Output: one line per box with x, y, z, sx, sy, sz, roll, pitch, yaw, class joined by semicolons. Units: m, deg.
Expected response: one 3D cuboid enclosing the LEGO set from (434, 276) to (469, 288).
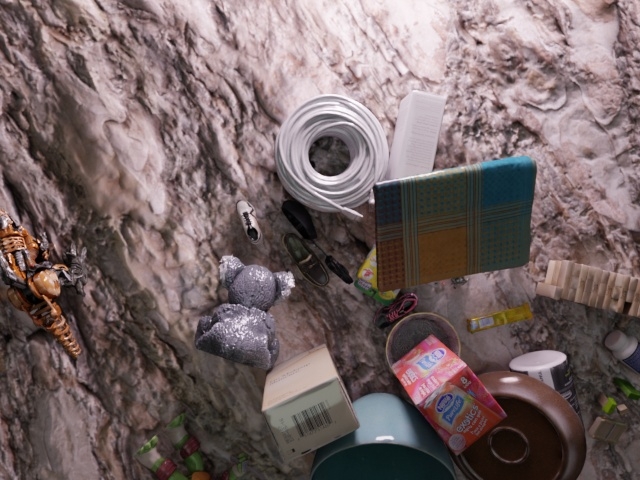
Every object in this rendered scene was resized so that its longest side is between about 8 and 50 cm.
0.310;0.090;1.350;0.083;0.023;0.054;-17;92;-3;LEGO set

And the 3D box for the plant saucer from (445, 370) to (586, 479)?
0.420;0.446;1.279;0.310;0.050;0.311;5;101;25;plant saucer

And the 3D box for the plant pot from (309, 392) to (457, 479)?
0.129;0.438;1.203;0.290;0.195;0.290;2;122;4;plant pot

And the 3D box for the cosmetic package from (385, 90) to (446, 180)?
0.208;-0.207;1.292;0.085;0.117;0.231;10;92;-5;cosmetic package

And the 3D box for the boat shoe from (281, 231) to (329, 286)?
-0.035;0.046;1.314;0.056;0.049;0.152;-41;94;-2;boat shoe

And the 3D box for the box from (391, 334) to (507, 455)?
0.246;0.297;1.154;0.122;0.257;0.128;-39;94;-1;box

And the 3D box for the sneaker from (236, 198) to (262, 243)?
-0.161;-0.044;1.307;0.040;0.044;0.109;-25;91;-1;sneaker

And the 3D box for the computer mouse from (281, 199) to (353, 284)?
0.000;0.000;1.309;0.041;0.071;0.242;-41;95;-17;computer mouse

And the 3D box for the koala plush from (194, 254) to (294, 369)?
-0.157;0.152;1.251;0.196;0.203;0.221;19;78;-4;koala plush

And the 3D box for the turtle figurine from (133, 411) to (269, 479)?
-0.249;0.501;1.226;0.198;0.275;0.266;-41;84;-17;turtle figurine

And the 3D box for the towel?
0.296;-0.035;1.269;0.370;0.040;0.271;-10;117;-11;towel

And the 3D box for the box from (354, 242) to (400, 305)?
0.160;0.052;1.332;0.105;0.043;0.179;32;87;-5;box

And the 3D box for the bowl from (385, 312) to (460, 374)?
0.226;0.243;1.320;0.170;0.080;0.170;0;92;-5;bowl

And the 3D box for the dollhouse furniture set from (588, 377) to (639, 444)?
0.699;0.409;1.384;0.076;0.058;0.152;17;109;-11;dollhouse furniture set

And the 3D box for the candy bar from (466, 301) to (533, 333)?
0.423;0.185;1.363;0.161;0.018;0.040;-14;89;-3;candy bar

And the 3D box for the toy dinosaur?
-0.594;0.091;1.194;0.164;0.218;0.322;-6;91;-4;toy dinosaur

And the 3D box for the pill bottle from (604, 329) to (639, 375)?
0.736;0.265;1.361;0.120;0.067;0.067;36;89;-4;pill bottle

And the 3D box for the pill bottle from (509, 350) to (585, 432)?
0.524;0.387;1.318;0.130;0.130;0.246;-15;92;-3;pill bottle

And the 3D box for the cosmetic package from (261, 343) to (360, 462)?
-0.026;0.321;1.191;0.160;0.309;0.113;-24;93;-4;cosmetic package

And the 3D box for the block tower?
0.688;0.122;1.344;0.335;0.091;0.097;12;90;-4;block tower

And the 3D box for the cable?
0.025;-0.191;1.295;0.257;0.089;0.257;19;89;-3;cable

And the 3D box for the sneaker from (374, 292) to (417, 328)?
0.176;0.164;1.327;0.119;0.057;0.047;-37;95;-1;sneaker
